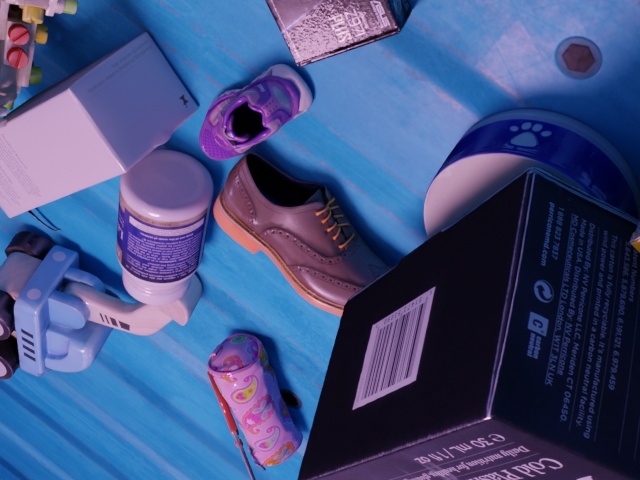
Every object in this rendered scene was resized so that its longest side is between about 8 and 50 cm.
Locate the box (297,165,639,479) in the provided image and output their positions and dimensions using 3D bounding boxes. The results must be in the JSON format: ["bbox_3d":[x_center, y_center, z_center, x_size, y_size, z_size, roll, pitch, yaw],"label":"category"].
[{"bbox_3d":[0.295,0.215,1.106,0.472,0.297,0.480,23,151,-14],"label":"box"}]

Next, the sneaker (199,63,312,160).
[{"bbox_3d":[-0.119,-0.173,1.343,0.095,0.104,0.236,49,140,-14],"label":"sneaker"}]

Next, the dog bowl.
[{"bbox_3d":[0.272,-0.032,1.181,0.265,0.104,0.265,20,136,20],"label":"dog bowl"}]

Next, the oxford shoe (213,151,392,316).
[{"bbox_3d":[0.000,0.000,1.400,0.364,0.130,0.133,32,132,6],"label":"oxford shoe"}]

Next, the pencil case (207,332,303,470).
[{"bbox_3d":[-0.129,0.319,1.790,0.124,0.124,0.284,7,133,32],"label":"pencil case"}]

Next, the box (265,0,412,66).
[{"bbox_3d":[0.007,-0.324,1.107,0.147,0.077,0.180,-13,119,27],"label":"box"}]

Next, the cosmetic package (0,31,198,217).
[{"bbox_3d":[-0.399,-0.178,1.476,0.365,0.197,0.155,-16,115,42],"label":"cosmetic package"}]

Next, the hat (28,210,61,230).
[{"bbox_3d":[-0.661,-0.121,1.856,0.173,0.183,0.208,-8,80,33],"label":"hat"}]

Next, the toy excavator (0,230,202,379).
[{"bbox_3d":[-0.473,0.142,1.852,0.445,0.222,0.433,19,137,2],"label":"toy excavator"}]

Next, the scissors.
[{"bbox_3d":[-0.174,0.389,1.830,0.109,0.021,0.297,80,167,-46],"label":"scissors"}]

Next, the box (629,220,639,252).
[{"bbox_3d":[0.493,-0.025,0.880,0.279,0.290,0.177,43,139,-6],"label":"box"}]

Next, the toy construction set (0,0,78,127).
[{"bbox_3d":[-0.462,-0.302,1.360,0.151,0.327,0.215,20,-167,-37],"label":"toy construction set"}]

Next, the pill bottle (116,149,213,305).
[{"bbox_3d":[-0.273,-0.015,1.564,0.153,0.153,0.264,29,138,11],"label":"pill bottle"}]
